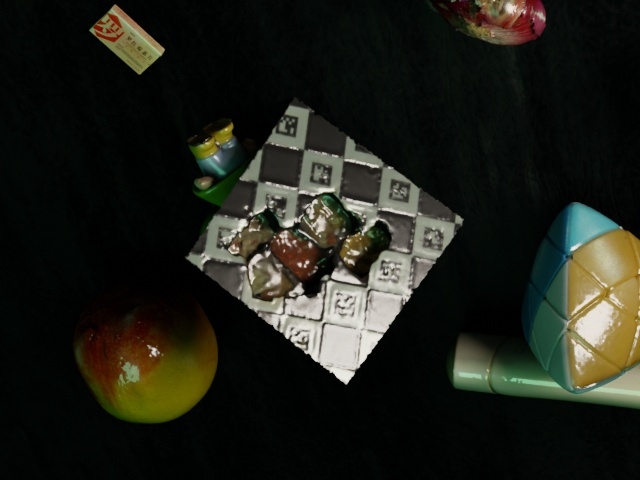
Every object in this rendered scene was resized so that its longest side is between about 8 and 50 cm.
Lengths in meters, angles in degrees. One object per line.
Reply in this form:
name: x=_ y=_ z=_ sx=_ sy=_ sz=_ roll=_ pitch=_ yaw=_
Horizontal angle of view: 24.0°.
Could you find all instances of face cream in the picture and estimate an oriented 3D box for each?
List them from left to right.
face cream: x=0.341 y=0.183 z=2.126 sx=0.348 sy=0.173 sz=0.081 roll=4 pitch=97 yaw=21

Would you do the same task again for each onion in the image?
onion: x=0.203 y=-0.307 z=1.768 sx=0.150 sy=0.140 sz=0.150 roll=20 pitch=180 yaw=0

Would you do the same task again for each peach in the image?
peach: x=-0.272 y=0.170 z=2.340 sx=0.231 sy=0.231 sz=0.231 roll=13 pitch=135 yaw=13

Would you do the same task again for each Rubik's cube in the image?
Rubik's cube: x=0.342 y=0.120 z=2.020 sx=0.254 sy=0.254 sz=0.254 roll=13 pitch=135 yaw=13

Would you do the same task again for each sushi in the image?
sushi: x=0.000 y=0.000 z=2.050 sx=0.294 sy=0.292 sz=0.059 roll=38 pitch=162 yaw=-9

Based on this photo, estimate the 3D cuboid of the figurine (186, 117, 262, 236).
figurine: x=-0.105 y=-0.042 z=2.116 sx=0.143 sy=0.162 sz=0.263 roll=-6 pitch=119 yaw=38

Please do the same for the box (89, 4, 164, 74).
box: x=-0.265 y=-0.275 z=2.063 sx=0.093 sy=0.015 sz=0.058 roll=41 pitch=133 yaw=-16
